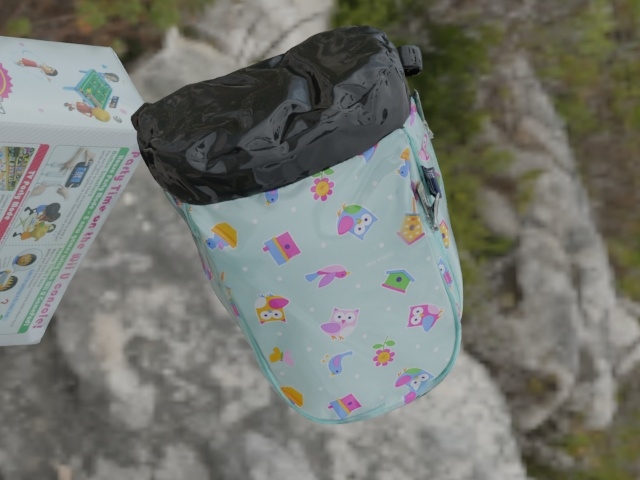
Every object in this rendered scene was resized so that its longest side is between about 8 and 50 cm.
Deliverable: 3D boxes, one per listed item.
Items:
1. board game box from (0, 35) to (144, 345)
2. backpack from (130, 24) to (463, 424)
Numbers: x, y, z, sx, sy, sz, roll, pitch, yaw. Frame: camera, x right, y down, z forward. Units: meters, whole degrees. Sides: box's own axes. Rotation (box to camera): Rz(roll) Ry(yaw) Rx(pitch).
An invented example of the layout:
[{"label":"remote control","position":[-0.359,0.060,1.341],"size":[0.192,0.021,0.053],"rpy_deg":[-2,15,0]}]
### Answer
[{"label":"board game box","position":[-0.292,-0.030,1.141],"size":[0.303,0.224,0.097],"rpy_deg":[1,44,-42]},{"label":"backpack","position":[0.000,0.000,0.853],"size":[0.115,0.152,0.182],"rpy_deg":[-94,165,-57]}]
